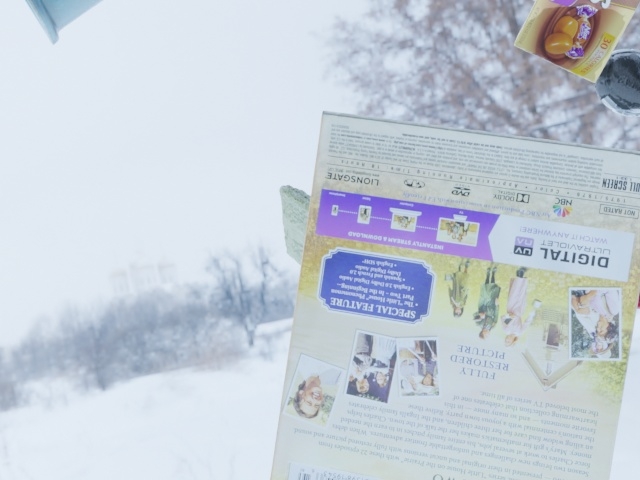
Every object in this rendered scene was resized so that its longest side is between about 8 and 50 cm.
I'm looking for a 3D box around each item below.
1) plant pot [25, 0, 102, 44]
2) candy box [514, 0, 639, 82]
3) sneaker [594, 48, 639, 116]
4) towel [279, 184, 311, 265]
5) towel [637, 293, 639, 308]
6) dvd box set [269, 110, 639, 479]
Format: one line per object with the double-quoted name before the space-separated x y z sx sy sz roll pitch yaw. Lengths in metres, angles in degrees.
"plant pot" -0.235 -0.441 1.076 0.334 0.341 0.341 -30 -2 -8
"candy box" 0.316 -0.292 1.155 0.109 0.186 0.053 27 28 4
"sneaker" 0.461 -0.190 1.251 0.229 0.086 0.132 10 -1 -36
"towel" 0.000 0.000 1.177 0.027 0.110 0.148 -26 38 -26
"towel" 0.380 0.049 1.463 0.199 0.031 0.275 1 13 13
"dvd box set" 0.123 0.108 0.917 0.308 0.420 0.062 8 3 11
